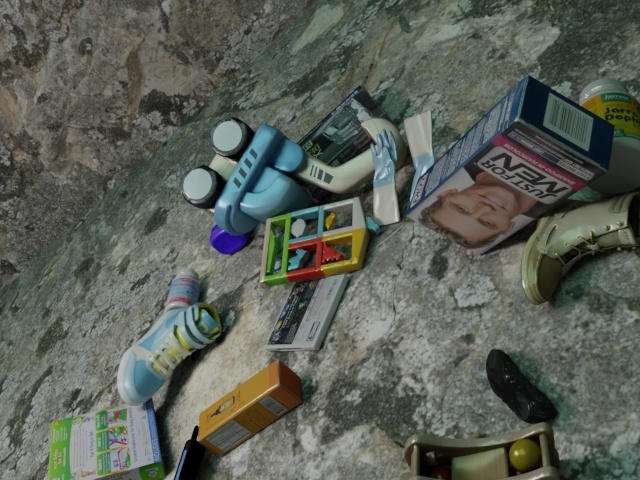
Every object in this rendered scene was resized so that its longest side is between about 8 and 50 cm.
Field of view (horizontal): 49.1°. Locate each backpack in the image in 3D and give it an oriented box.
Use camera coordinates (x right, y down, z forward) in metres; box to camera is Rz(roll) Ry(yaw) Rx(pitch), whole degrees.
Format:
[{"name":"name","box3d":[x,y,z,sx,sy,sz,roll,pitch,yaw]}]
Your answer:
[{"name":"backpack","box3d":[-0.092,0.037,1.762,0.105,0.084,0.114,1,56,55]}]

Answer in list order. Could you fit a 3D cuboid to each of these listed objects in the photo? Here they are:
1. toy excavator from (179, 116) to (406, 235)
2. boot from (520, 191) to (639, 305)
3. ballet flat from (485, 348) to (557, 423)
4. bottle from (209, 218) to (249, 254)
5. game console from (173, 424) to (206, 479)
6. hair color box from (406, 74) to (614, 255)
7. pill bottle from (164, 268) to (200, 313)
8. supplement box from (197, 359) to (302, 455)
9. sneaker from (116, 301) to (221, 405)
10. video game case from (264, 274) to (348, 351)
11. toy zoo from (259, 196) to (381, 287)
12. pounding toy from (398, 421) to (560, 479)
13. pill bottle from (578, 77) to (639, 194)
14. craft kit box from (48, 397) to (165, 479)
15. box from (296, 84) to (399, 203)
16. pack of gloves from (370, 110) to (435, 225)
[{"name":"toy excavator","box3d":[-0.060,-0.167,1.786,0.445,0.222,0.432,29,87,20]},{"name":"boot","box3d":[0.426,0.010,1.134,0.165,0.077,0.213,-6,46,47]},{"name":"ballet flat","box3d":[0.301,0.225,1.079,0.173,0.049,0.057,-115,38,-63]},{"name":"bottle","box3d":[-0.261,-0.084,2.121,0.118,0.092,0.282,-31,33,25]},{"name":"game console","box3d":[-0.292,0.469,1.500,0.107,0.071,0.122,-20,42,38]},{"name":"hair color box","box3d":[0.312,-0.112,1.207,0.347,0.174,0.105,-47,19,58]},{"name":"pill bottle","box3d":[-0.390,0.157,2.000,0.087,0.087,0.160,-32,33,24]},{"name":"supplement box","box3d":[-0.150,0.351,1.462,0.233,0.080,0.078,-35,30,17]},{"name":"sneaker","box3d":[-0.367,0.267,1.760,0.208,0.127,0.319,-23,26,34]},{"name":"video game case","box3d":[-0.032,0.166,1.592,0.173,0.022,0.190,-10,46,46]},{"name":"toy zoo","box3d":[0.000,0.000,1.652,0.293,0.030,0.192,-12,52,21]},{"name":"pounding toy","box3d":[0.203,0.301,0.984,0.270,0.154,0.154,-27,35,30]},{"name":"pill bottle","box3d":[0.507,-0.190,1.227,0.118,0.117,0.208,-25,35,34]},{"name":"craft kit box","box3d":[-0.502,0.487,1.639,0.247,0.060,0.250,-9,25,-14]},{"name":"box","box3d":[0.051,-0.271,1.961,0.307,0.076,0.242,-41,30,11]},{"name":"pack of gloves","box3d":[0.198,-0.157,1.600,0.195,0.046,0.231,-13,76,49]}]
